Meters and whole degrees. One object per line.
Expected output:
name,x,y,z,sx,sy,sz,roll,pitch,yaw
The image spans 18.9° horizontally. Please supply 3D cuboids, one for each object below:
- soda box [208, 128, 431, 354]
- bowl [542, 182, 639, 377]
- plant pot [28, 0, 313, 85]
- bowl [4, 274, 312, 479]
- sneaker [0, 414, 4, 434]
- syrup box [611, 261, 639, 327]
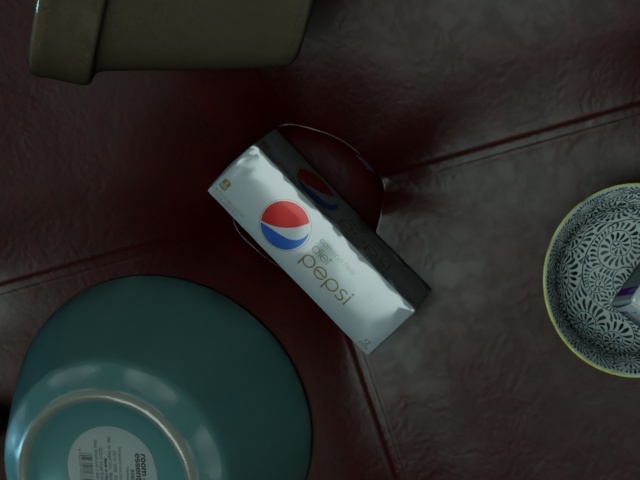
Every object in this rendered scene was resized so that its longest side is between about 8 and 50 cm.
soda box,0.000,0.000,1.787,0.216,0.074,0.069,45,111,0
bowl,0.273,0.035,1.706,0.170,0.080,0.170,0,89,-5
plant pot,-0.119,-0.251,1.681,0.229,0.263,0.263,11,108,-6
bowl,-0.179,0.204,1.846,0.312,0.163,0.311,4,107,15
sneaker,-0.474,0.208,1.954,0.314,0.116,0.136,-20,97,20
syrup box,0.355,-0.013,1.626,0.093,0.096,0.237,36,87,0
